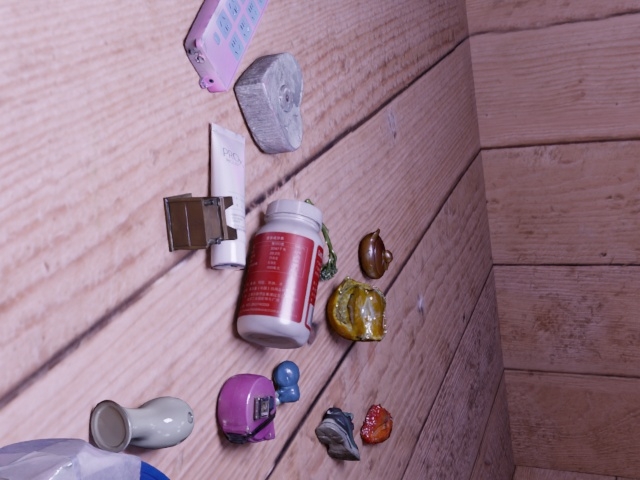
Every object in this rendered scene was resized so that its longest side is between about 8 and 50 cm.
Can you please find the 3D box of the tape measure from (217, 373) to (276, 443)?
[{"bbox_3d":[-0.119,0.287,1.252,0.125,0.074,0.118,13,77,-67],"label":"tape measure"}]

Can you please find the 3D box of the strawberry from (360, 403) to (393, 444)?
[{"bbox_3d":[0.147,0.473,1.858,0.152,0.048,0.103,-36,118,-64],"label":"strawberry"}]

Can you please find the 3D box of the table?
[{"bbox_3d":[-0.182,-0.030,1.118,0.070,0.082,0.083,-21,108,-64],"label":"table"}]

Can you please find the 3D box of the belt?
[{"bbox_3d":[-0.274,0.363,0.866,0.347,0.117,0.212,56,42,-51],"label":"belt"}]

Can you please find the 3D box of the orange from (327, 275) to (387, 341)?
[{"bbox_3d":[0.077,0.162,1.641,0.160,0.112,0.169,-40,102,-46],"label":"orange"}]

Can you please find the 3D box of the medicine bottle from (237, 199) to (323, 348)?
[{"bbox_3d":[-0.067,0.061,1.308,0.131,0.131,0.250,46,48,-56],"label":"medicine bottle"}]

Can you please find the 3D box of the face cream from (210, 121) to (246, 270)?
[{"bbox_3d":[-0.154,-0.070,1.220,0.092,0.058,0.243,19,66,-59],"label":"face cream"}]

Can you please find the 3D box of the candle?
[{"bbox_3d":[-0.091,-0.261,1.340,0.168,0.068,0.192,13,74,-63],"label":"candle"}]

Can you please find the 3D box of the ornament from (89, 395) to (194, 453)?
[{"bbox_3d":[-0.239,0.254,1.005,0.081,0.075,0.156,-48,155,10],"label":"ornament"}]

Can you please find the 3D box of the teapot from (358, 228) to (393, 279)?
[{"bbox_3d":[0.141,0.034,1.817,0.098,0.078,0.129,-40,125,-59],"label":"teapot"}]

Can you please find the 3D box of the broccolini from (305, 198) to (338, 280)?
[{"bbox_3d":[0.007,0.001,1.564,0.054,0.052,0.194,-46,130,-62],"label":"broccolini"}]

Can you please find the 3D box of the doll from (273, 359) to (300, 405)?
[{"bbox_3d":[-0.063,0.272,1.409,0.076,0.051,0.083,-8,95,-69],"label":"doll"}]

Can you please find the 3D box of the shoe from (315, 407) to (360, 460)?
[{"bbox_3d":[0.049,0.422,1.625,0.169,0.071,0.099,61,34,-40],"label":"shoe"}]

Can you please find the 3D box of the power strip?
[{"bbox_3d":[-0.154,-0.376,1.241,0.109,0.038,0.278,60,37,-47],"label":"power strip"}]
